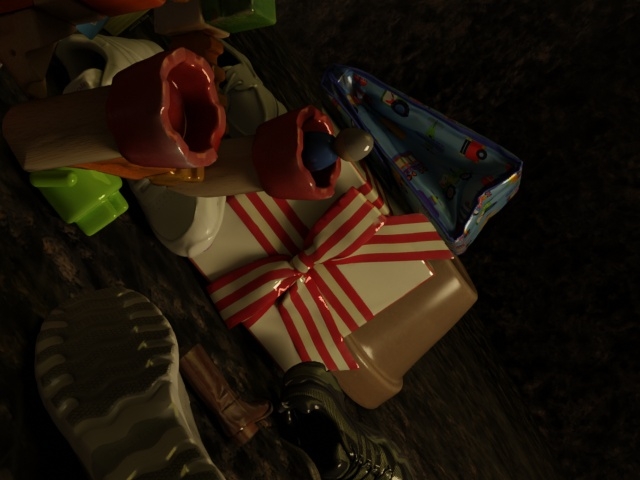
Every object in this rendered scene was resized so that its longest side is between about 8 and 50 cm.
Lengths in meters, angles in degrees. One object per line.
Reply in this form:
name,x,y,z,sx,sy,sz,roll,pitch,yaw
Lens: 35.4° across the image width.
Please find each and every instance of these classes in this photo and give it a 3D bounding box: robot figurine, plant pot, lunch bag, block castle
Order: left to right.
robot figurine,-0.231,-0.063,0.930,0.115,0.067,0.101,55,24,-8
block castle,-0.100,-0.264,0.826,0.303,0.213,0.453,9,76,-65
plant pot,0.104,0.086,1.501,0.263,0.229,0.263,54,11,-16
lunch bag,0.116,-0.130,1.335,0.293,0.138,0.221,42,2,11

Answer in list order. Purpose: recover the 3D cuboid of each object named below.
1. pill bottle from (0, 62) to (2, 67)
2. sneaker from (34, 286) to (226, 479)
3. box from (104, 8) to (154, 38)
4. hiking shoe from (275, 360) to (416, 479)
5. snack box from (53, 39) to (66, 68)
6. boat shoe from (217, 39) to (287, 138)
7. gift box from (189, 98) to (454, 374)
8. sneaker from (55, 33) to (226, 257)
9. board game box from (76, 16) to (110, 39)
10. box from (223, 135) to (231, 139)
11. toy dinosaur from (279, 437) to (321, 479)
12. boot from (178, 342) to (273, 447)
pill bottle,-0.307,-0.166,0.765,0.121,0.121,0.216,54,12,-12
sneaker,-0.138,0.154,0.735,0.115,0.105,0.281,94,-25,-46
box,-0.317,-0.367,1.362,0.058,0.087,0.232,60,13,28
hiking shoe,0.024,0.251,1.140,0.227,0.086,0.114,49,26,-8
snack box,-0.318,-0.248,1.186,0.178,0.022,0.064,49,13,-33
boat shoe,-0.128,-0.214,1.462,0.084,0.095,0.258,38,11,-43
gift box,0.000,0.000,1.248,0.276,0.255,0.258,47,11,-13
sneaker,-0.211,-0.108,1.117,0.152,0.114,0.305,8,47,-50
board game box,-0.352,-0.345,0.894,0.302,0.086,0.308,38,0,33
box,-0.136,-0.130,1.529,0.231,0.056,0.183,56,13,-1
toy dinosaur,0.003,0.320,0.816,0.313,0.121,0.160,59,-1,33
boot,-0.100,0.142,1.006,0.114,0.037,0.106,51,10,-2
